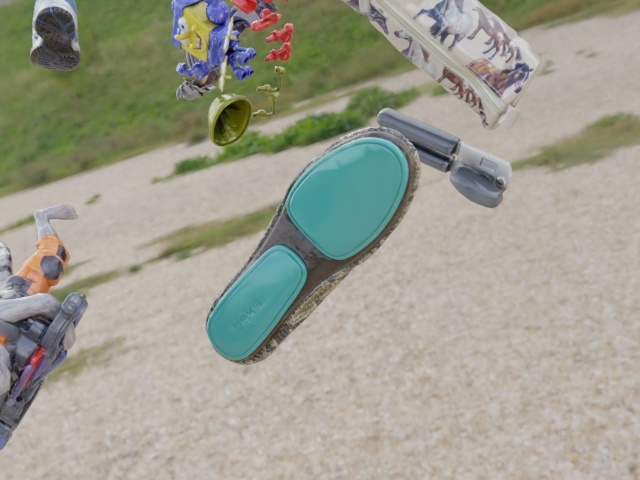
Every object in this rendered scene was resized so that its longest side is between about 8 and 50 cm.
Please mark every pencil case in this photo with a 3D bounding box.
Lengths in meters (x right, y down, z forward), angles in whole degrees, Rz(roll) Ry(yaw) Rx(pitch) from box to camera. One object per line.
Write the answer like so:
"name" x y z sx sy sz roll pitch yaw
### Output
"pencil case" 0.201 -0.367 1.758 0.160 0.410 0.183 -46 6 47

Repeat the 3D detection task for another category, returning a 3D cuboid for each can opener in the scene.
"can opener" 0.217 -0.156 1.831 0.280 0.074 0.093 30 39 21

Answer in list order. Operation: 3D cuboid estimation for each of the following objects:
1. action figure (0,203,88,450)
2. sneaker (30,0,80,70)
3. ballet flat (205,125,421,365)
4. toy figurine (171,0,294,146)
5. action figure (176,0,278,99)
"action figure" -0.463 0.139 1.486 0.341 0.178 0.330 -56 14 26
"sneaker" -0.416 -0.336 1.601 0.080 0.081 0.211 6 -21 -19
"ballet flat" 0.000 0.000 1.531 0.483 0.164 0.182 -50 -12 29
"toy figurine" -0.194 -0.380 1.921 0.191 0.217 0.362 -39 -21 -32
"action figure" -0.206 -0.399 2.070 0.285 0.099 0.185 -50 11 12
